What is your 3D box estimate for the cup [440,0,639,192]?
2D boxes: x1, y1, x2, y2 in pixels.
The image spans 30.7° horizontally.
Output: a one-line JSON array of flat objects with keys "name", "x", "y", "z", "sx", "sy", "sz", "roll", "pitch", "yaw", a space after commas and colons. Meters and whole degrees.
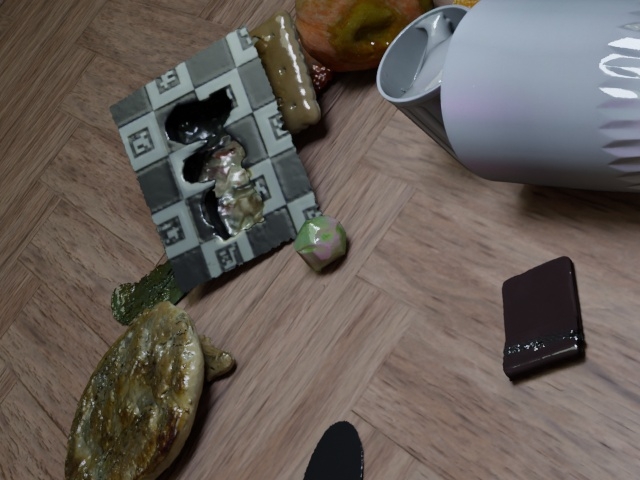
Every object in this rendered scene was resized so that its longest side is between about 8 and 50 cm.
[{"name": "cup", "x": 0.354, "y": -0.184, "z": 1.453, "sx": 0.371, "sy": 0.253, "sz": 0.253, "roll": 12, "pitch": 68, "yaw": 47}]

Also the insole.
[{"name": "insole", "x": 0.008, "y": 0.380, "z": 1.522, "sx": 0.109, "sy": 0.007, "sz": 0.322, "roll": -24, "pitch": 43, "yaw": 34}]

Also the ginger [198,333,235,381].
[{"name": "ginger", "x": -0.183, "y": 0.185, "z": 1.870, "sx": 0.057, "sy": 0.044, "sz": 0.137, "roll": -42, "pitch": 34, "yaw": -20}]

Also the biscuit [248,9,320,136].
[{"name": "biscuit", "x": -0.140, "y": -0.251, "z": 2.078, "sx": 0.325, "sy": 0.044, "sz": 0.217, "roll": -24, "pitch": 77, "yaw": 41}]

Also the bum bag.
[{"name": "bum bag", "x": 0.276, "y": 0.095, "z": 1.472, "sx": 0.109, "sy": 0.026, "sz": 0.159, "roll": -27, "pitch": 42, "yaw": 30}]

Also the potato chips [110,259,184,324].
[{"name": "potato chips", "x": -0.300, "y": 0.085, "z": 2.097, "sx": 0.209, "sy": 0.026, "sz": 0.142, "roll": -3, "pitch": 55, "yaw": 45}]

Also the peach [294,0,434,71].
[{"name": "peach", "x": 0.076, "y": -0.395, "z": 1.965, "sx": 0.235, "sy": 0.214, "sz": 0.214, "roll": 3, "pitch": 54, "yaw": 7}]

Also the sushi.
[{"name": "sushi", "x": -0.163, "y": -0.132, "z": 2.017, "sx": 0.296, "sy": 0.100, "sz": 0.373, "roll": -27, "pitch": 77, "yaw": 17}]

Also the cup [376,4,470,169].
[{"name": "cup", "x": 0.225, "y": -0.217, "z": 1.652, "sx": 0.221, "sy": 0.202, "sz": 0.167, "roll": -19, "pitch": 46, "yaw": 35}]

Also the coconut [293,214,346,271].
[{"name": "coconut", "x": 0.000, "y": 0.000, "z": 1.807, "sx": 0.082, "sy": 0.081, "sz": 0.083, "roll": -32, "pitch": 29, "yaw": 4}]

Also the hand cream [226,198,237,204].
[{"name": "hand cream", "x": -0.140, "y": -0.103, "z": 2.092, "sx": 0.057, "sy": 0.037, "sz": 0.165, "roll": -22, "pitch": 38, "yaw": 33}]

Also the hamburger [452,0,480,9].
[{"name": "hamburger", "x": 0.269, "y": -0.346, "z": 1.793, "sx": 0.173, "sy": 0.116, "sz": 0.210, "roll": -25, "pitch": 43, "yaw": 34}]

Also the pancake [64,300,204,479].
[{"name": "pancake", "x": -0.300, "y": 0.258, "z": 1.888, "sx": 0.356, "sy": 0.065, "sz": 0.356, "roll": -31, "pitch": 47, "yaw": 40}]

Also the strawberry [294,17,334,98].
[{"name": "strawberry", "x": -0.030, "y": -0.312, "z": 2.114, "sx": 0.208, "sy": 0.087, "sz": 0.167, "roll": -27, "pitch": 77, "yaw": 5}]
